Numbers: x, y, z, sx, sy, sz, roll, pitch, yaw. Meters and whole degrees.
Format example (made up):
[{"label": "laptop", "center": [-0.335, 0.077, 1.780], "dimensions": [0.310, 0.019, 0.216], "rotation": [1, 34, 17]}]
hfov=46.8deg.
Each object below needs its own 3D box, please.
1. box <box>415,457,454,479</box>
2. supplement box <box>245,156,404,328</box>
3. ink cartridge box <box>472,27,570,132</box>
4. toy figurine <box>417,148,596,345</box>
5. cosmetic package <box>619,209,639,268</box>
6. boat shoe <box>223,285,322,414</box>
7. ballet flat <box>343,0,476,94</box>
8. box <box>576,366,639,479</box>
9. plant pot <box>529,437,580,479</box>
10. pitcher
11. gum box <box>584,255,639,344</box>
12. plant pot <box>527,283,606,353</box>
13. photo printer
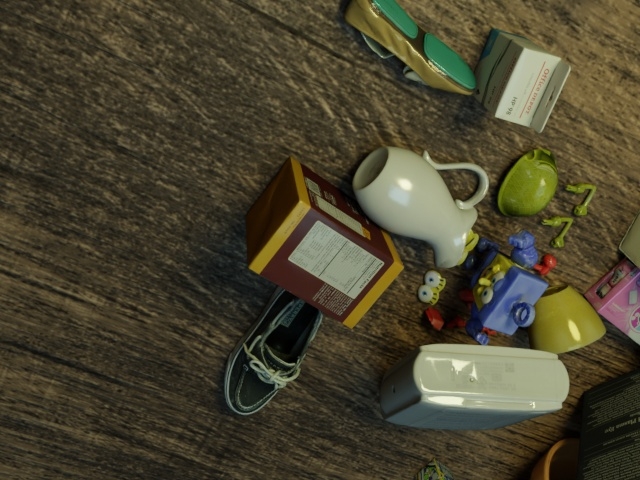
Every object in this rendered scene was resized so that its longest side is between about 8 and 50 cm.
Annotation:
[{"label": "box", "center": [0.242, 0.514, 1.450], "dimensions": [0.054, 0.169, 0.059], "rotation": [37, 107, -22]}, {"label": "supplement box", "center": [0.000, 0.000, 1.151], "dimensions": [0.194, 0.191, 0.129], "rotation": [33, 108, -20]}, {"label": "ink cartridge box", "center": [0.282, -0.234, 1.071], "dimensions": [0.060, 0.180, 0.104], "rotation": [14, 114, -13]}, {"label": "toy figurine", "center": [0.332, 0.059, 1.205], "dimensions": [0.191, 0.217, 0.362], "rotation": [26, 112, -18]}, {"label": "cosmetic package", "center": [0.700, 0.039, 1.270], "dimensions": [0.310, 0.160, 0.113], "rotation": [16, 113, -15]}, {"label": "boat shoe", "center": [-0.079, 0.202, 1.293], "dimensions": [0.113, 0.105, 0.306], "rotation": [28, 110, -19]}, {"label": "ballet flat", "center": [0.132, -0.286, 1.101], "dimensions": [0.232, 0.080, 0.073], "rotation": [38, 135, -19]}, {"label": "box", "center": [0.640, 0.456, 1.330], "dimensions": [0.343, 0.312, 0.179], "rotation": [44, 128, -10]}, {"label": "plant pot", "center": [0.505, 0.569, 1.466], "dimensions": [0.291, 0.290, 0.203], "rotation": [21, 130, -16]}, {"label": "pitcher", "center": [0.166, -0.080, 1.182], "dimensions": [0.207, 0.125, 0.177], "rotation": [34, 81, -25]}, {"label": "gum box", "center": [0.583, 0.119, 1.349], "dimensions": [0.188, 0.062, 0.107], "rotation": [34, 108, -21]}, {"label": "plant pot", "center": [0.424, 0.133, 1.315], "dimensions": [0.134, 0.134, 0.095], "rotation": [-20, 92, 4]}, {"label": "photo printer", "center": [0.244, 0.262, 1.282], "dimensions": [0.256, 0.107, 0.307], "rotation": [4, 159, -7]}]
